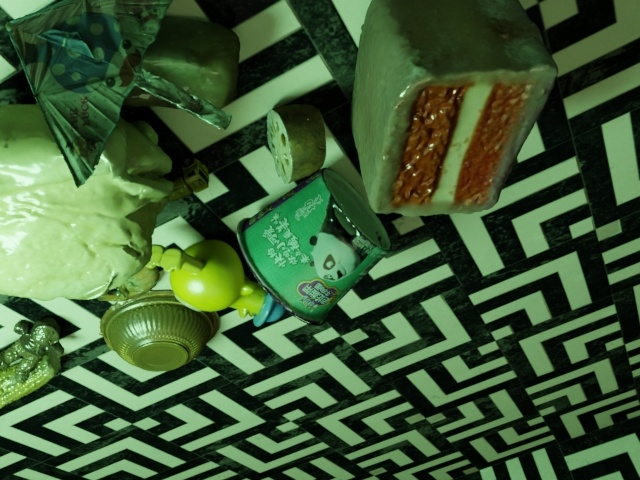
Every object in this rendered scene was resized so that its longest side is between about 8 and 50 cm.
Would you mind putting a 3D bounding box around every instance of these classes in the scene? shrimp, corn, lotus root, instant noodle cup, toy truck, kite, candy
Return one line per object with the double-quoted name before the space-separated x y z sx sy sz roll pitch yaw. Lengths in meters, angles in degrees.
"shrimp" -0.471 0.075 1.283 0.295 0.058 0.169 6 139 -26
"corn" -0.726 0.336 1.495 0.288 0.087 0.086 -25 139 13
"lotus root" -0.038 -0.160 1.071 0.081 0.112 0.122 -9 140 -14
"instant noodle cup" 0.000 0.000 1.185 0.190 0.251 0.251 -39 134 17
"instant noodle cup" -0.360 0.226 1.459 0.273 0.091 0.274 -7 139 -6
"toy truck" -0.235 -0.105 1.129 0.083 0.054 0.049 -22 139 10
"kite" -0.257 -0.225 0.834 0.314 0.336 0.011 22 171 -2
"candy" -0.232 -0.251 0.921 0.233 0.102 0.104 2 139 -14

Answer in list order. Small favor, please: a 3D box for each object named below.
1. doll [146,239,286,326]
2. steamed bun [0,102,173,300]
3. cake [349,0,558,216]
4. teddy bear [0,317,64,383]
"doll" -0.203 0.085 1.319 0.199 0.145 0.363 12 166 35
"steamed bun" -0.401 -0.072 0.985 0.324 0.230 0.372 12 132 -26
"cake" 0.180 -0.205 0.987 0.236 0.230 0.309 -3 140 -10
"teddy bear" -0.625 0.227 1.408 0.160 0.078 0.119 -43 111 9
